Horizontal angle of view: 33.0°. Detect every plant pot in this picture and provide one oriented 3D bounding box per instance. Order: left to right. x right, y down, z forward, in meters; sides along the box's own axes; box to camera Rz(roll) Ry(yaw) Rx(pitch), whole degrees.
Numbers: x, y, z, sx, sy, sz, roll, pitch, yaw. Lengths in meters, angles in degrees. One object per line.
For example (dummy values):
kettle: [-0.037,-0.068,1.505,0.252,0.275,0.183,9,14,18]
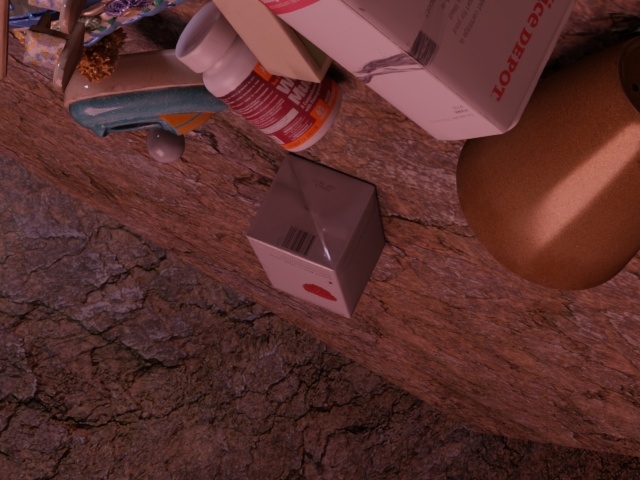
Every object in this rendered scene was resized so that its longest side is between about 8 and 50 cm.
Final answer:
plant pot: [0.306,-0.102,1.164,0.237,0.237,0.254,28,150,-5]

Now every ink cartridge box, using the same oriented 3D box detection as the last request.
ink cartridge box: [0.085,-0.251,1.001,0.283,0.207,0.117,35,164,-26]

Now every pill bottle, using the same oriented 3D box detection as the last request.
pill bottle: [-0.085,-0.229,1.501,0.221,0.121,0.121,35,162,-29]

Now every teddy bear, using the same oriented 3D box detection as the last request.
teddy bear: [-0.377,-0.303,1.474,0.245,0.113,0.338,24,-164,-19]

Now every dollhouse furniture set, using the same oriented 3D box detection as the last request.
dollhouse furniture set: [-0.350,-0.256,1.070,0.212,0.161,0.242,13,132,-5]

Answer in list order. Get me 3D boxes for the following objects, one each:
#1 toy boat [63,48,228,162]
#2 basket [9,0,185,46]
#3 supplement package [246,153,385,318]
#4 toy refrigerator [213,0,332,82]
toy boat: [-0.256,-0.207,1.706,0.267,0.148,0.318,-8,180,-4]
basket: [-0.284,-0.348,1.202,0.254,0.201,0.289,-18,155,25]
supplement package: [0.000,0.000,1.995,0.177,0.175,0.293,21,164,15]
toy refrigerator: [-0.062,-0.305,1.261,0.094,0.102,0.269,16,161,33]
